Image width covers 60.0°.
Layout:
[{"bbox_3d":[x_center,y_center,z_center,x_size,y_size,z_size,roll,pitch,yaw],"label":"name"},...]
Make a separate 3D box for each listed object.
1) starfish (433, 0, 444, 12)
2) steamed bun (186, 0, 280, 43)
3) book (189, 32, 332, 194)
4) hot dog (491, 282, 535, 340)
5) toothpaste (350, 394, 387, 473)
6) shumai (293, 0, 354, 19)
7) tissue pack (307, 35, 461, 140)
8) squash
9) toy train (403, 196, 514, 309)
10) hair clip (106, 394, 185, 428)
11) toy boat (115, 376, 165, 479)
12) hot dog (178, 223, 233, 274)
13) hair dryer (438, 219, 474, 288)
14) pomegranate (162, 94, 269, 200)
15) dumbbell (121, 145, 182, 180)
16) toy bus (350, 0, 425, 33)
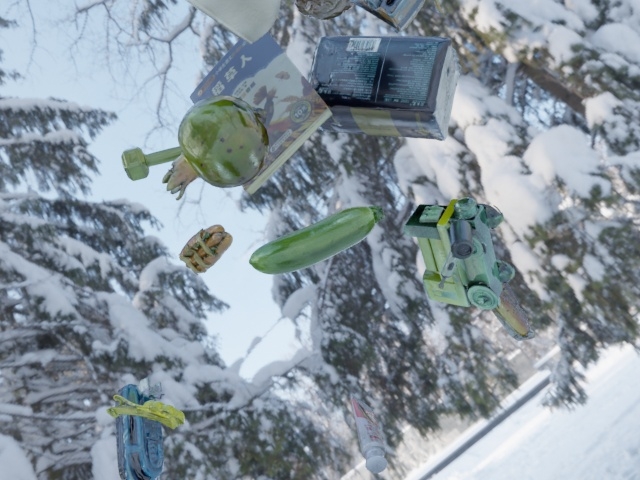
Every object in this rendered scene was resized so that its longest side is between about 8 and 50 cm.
[{"bbox_3d":[0.286,-0.703,1.459,0.224,0.050,0.216,-37,-58,-6],"label":"starfish"},{"bbox_3d":[-0.191,-0.535,1.147,0.164,0.146,0.242,-52,-28,14],"label":"steamed bun"},{"bbox_3d":[-0.174,-0.363,1.470,0.300,0.428,0.039,-43,-34,15],"label":"book"},{"bbox_3d":[0.601,0.207,1.805,0.082,0.270,0.163,-40,-13,28],"label":"hot dog"},{"bbox_3d":[0.120,0.481,1.394,0.057,0.089,0.234,-46,17,11],"label":"toothpaste"},{"bbox_3d":[0.029,-0.663,1.359,0.218,0.184,0.185,-38,-13,-41],"label":"shumai"},{"bbox_3d":[0.195,-0.466,1.693,0.253,0.417,0.263,26,-106,-65],"label":"tissue pack"},{"bbox_3d":[0.000,0.000,1.488,0.395,0.107,0.107,-23,-27,-13],"label":"squash"},{"bbox_3d":[0.400,0.041,1.600,0.160,0.253,0.397,-52,-47,-33],"label":"toy train"},{"bbox_3d":[-0.374,0.376,1.212,0.072,0.173,0.046,75,-156,-48],"label":"hair clip"},{"bbox_3d":[-0.460,0.519,1.473,0.092,0.298,0.134,-28,-35,13],"label":"toy boat"},{"bbox_3d":[-0.353,0.027,1.692,0.269,0.109,0.072,-37,12,48],"label":"hot dog"},{"bbox_3d":[0.332,0.053,1.395,0.100,0.057,0.197,-73,-4,-53],"label":"hair dryer"},{"bbox_3d":[-0.211,-0.181,1.136,0.245,0.198,0.198,-59,-15,-27],"label":"pomegranate"},{"bbox_3d":[-0.529,-0.293,1.918,0.302,0.121,0.108,-16,-10,-10],"label":"dumbbell"},{"bbox_3d":[0.116,-0.494,1.095,0.091,0.182,0.103,-53,-28,11],"label":"toy bus"}]
